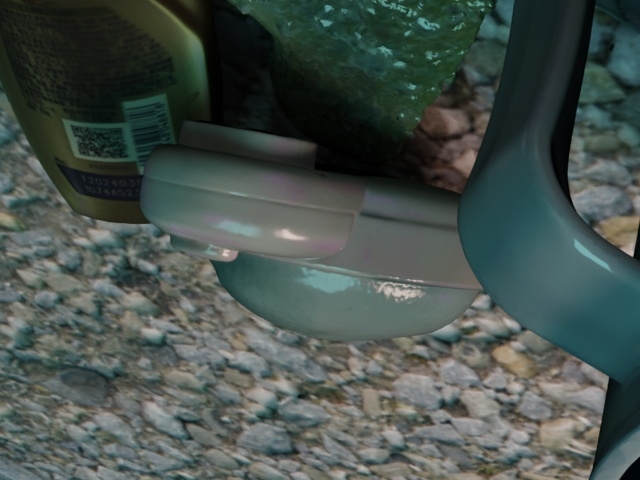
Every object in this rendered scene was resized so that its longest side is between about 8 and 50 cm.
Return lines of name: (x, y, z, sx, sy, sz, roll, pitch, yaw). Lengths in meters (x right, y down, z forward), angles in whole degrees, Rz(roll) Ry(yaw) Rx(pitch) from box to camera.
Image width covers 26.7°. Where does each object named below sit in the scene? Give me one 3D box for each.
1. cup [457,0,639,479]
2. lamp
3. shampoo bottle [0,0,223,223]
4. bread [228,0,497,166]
cup: (0.237, 0.019, 0.629, 0.331, 0.311, 0.256, 10, 137, 12)
lamp: (-0.001, 0.002, 0.784, 0.180, 0.107, 0.246, 8, 175, 40)
shampoo bottle: (-0.125, -0.133, 0.723, 0.126, 0.084, 0.350, 1, 149, 5)
bread: (0.024, -0.127, 0.742, 0.173, 0.064, 0.232, -2, 135, 26)
